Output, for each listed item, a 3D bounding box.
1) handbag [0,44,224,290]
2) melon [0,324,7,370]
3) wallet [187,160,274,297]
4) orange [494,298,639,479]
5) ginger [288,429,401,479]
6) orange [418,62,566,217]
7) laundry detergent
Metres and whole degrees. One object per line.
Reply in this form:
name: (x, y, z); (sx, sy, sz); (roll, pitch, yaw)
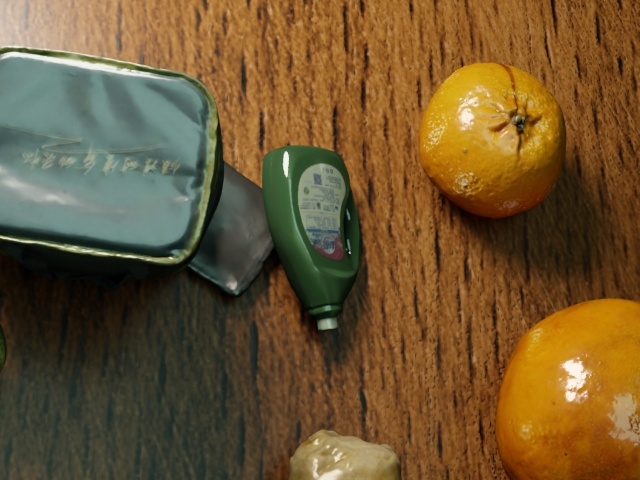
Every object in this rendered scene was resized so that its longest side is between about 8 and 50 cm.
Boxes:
handbag: (-0.229, -0.069, 1.154); (0.263, 0.241, 0.222); (11, 82, -9)
melon: (-0.397, 0.085, 1.115); (0.192, 0.139, 0.139); (33, 62, -10)
wallet: (-0.174, -0.062, 1.317); (0.285, 0.030, 0.146); (36, 59, -5)
orange: (0.332, 0.202, 1.287); (0.284, 0.226, 0.283); (10, 65, -23)
ginger: (0.047, 0.365, 1.172); (0.190, 0.126, 0.354); (-15, 74, -30)
orange: (0.212, -0.124, 1.407); (0.193, 0.161, 0.193); (10, 65, -21)
laundry detergent: (0.000, 0.000, 1.326); (0.137, 0.063, 0.210); (5, 71, -52)
